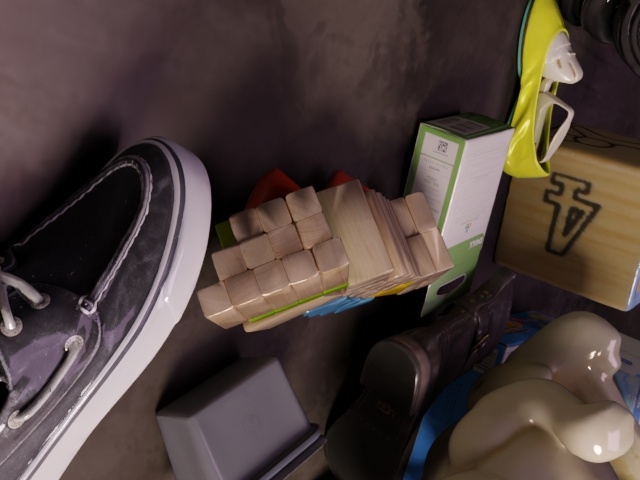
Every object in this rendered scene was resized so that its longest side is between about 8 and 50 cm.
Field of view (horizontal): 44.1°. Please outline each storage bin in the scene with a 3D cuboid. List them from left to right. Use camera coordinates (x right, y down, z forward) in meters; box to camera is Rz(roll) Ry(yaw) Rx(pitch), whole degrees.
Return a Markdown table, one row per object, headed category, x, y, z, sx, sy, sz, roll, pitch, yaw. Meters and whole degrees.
| category | x | y | z | sx | sy | sz | roll | pitch | yaw |
| --- | --- | --- | --- | --- | --- | --- | --- | --- | --- |
| storage bin | -0.077 | 0.163 | 0.686 | 0.135 | 0.098 | 0.091 | -28 | 102 | -43 |

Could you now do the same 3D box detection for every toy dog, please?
| category | x | y | z | sx | sy | sz | roll | pitch | yaw |
| --- | --- | --- | --- | --- | --- | --- | --- | --- | --- |
| toy dog | 0.188 | 0.287 | 0.828 | 0.408 | 0.396 | 0.284 | -23 | 90 | -60 |

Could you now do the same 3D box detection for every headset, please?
| category | x | y | z | sx | sy | sz | roll | pitch | yaw |
| --- | --- | --- | --- | --- | --- | --- | --- | --- | --- |
| headset | 0.402 | -0.299 | 0.933 | 0.394 | 0.243 | 0.185 | 25 | 115 | -33 |

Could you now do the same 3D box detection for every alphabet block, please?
| category | x | y | z | sx | sy | sz | roll | pitch | yaw |
| --- | --- | --- | --- | --- | --- | --- | --- | --- | --- |
| alphabet block | 0.385 | -0.042 | 1.094 | 0.192 | 0.197 | 0.193 | -17 | 121 | -48 |

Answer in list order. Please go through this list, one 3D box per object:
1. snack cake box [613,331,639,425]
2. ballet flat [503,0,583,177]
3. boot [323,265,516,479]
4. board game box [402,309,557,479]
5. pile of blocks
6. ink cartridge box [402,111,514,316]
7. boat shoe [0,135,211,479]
| category | x | y | z | sx | sy | sz | roll | pitch | yaw |
| --- | --- | --- | --- | --- | --- | --- | --- | --- | --- |
| snack cake box | 0.418 | 0.263 | 1.199 | 0.089 | 0.152 | 0.264 | -32 | 132 | -40 |
| ballet flat | 0.278 | -0.185 | 0.969 | 0.077 | 0.077 | 0.230 | -17 | 122 | -48 |
| boot | 0.128 | 0.166 | 0.914 | 0.229 | 0.091 | 0.262 | -22 | 142 | -46 |
| board game box | 0.259 | 0.269 | 1.199 | 0.302 | 0.086 | 0.308 | 2 | 107 | -55 |
| pile of blocks | 0.000 | 0.000 | 0.697 | 0.362 | 0.149 | 0.112 | 5 | 62 | -64 |
| ink cartridge box | 0.140 | -0.031 | 0.880 | 0.109 | 0.062 | 0.209 | -20 | 128 | -48 |
| boat shoe | -0.178 | 0.057 | 0.470 | 0.301 | 0.108 | 0.102 | -56 | 147 | -4 |
